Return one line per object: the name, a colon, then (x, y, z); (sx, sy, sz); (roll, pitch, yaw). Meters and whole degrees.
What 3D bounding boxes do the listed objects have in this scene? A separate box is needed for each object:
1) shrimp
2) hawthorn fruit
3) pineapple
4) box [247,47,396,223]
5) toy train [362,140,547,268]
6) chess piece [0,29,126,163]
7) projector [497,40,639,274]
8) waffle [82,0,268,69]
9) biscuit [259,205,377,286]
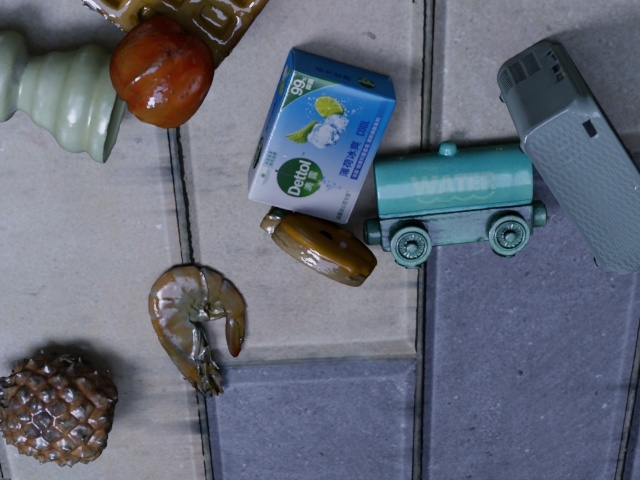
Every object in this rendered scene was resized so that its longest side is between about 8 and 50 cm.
shrimp: (-0.166, 0.133, 1.671); (0.133, 0.053, 0.236); (-25, 119, -11)
hawthorn fruit: (-0.180, -0.191, 1.302); (0.128, 0.128, 0.128); (-1, 123, -2)
pineapple: (-0.391, 0.238, 1.658); (0.193, 0.166, 0.166); (14, 121, -13)
box: (-0.001, -0.132, 1.480); (0.139, 0.073, 0.194); (14, 122, -12)
toy train: (0.176, -0.056, 1.533); (0.248, 0.101, 0.159); (-7, 110, 0)
chess piece: (-0.366, -0.191, 1.395); (0.251, 0.144, 0.144); (14, 122, -5)
projector: (0.326, -0.104, 1.440); (0.108, 0.198, 0.250); (-32, 118, 17)
waffle: (-0.201, -0.355, 1.314); (0.327, 0.098, 0.224); (33, 115, -20)
biscuit: (0.002, -0.003, 1.518); (0.170, 0.170, 0.050); (26, 103, -18)
